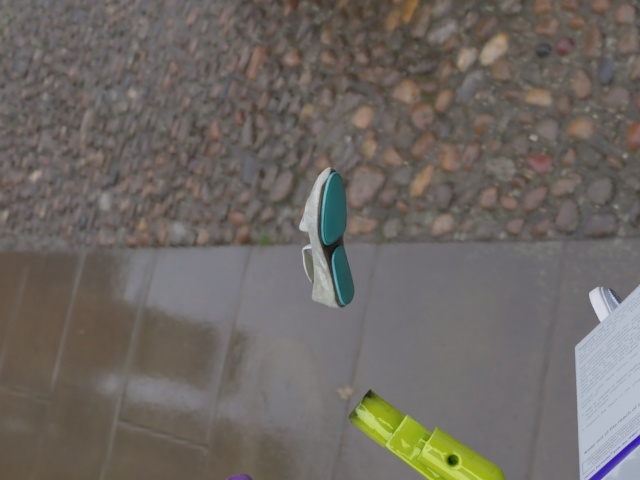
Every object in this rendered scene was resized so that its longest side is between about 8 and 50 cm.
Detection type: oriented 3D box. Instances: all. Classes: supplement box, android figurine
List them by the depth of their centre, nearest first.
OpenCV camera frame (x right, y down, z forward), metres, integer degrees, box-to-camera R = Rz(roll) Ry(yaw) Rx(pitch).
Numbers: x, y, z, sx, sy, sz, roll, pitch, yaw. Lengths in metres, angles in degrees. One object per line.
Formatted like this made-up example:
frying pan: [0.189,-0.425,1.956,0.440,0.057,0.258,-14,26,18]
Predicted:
supplement box: [0.303,0.150,0.935,0.114,0.111,0.220,-53,9,29]
android figurine: [0.154,0.264,1.192,0.056,0.273,0.248,-54,-11,-9]

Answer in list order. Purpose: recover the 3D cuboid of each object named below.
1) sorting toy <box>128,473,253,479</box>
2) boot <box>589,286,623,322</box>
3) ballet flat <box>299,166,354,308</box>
sorting toy: [-0.237,0.344,1.152,0.127,0.365,0.126,68,152,17]
boot: [0.393,0.112,1.229,0.086,0.069,0.190,-40,52,18]
ballet flat: [0.000,0.000,1.159,0.052,0.057,0.168,8,117,31]
